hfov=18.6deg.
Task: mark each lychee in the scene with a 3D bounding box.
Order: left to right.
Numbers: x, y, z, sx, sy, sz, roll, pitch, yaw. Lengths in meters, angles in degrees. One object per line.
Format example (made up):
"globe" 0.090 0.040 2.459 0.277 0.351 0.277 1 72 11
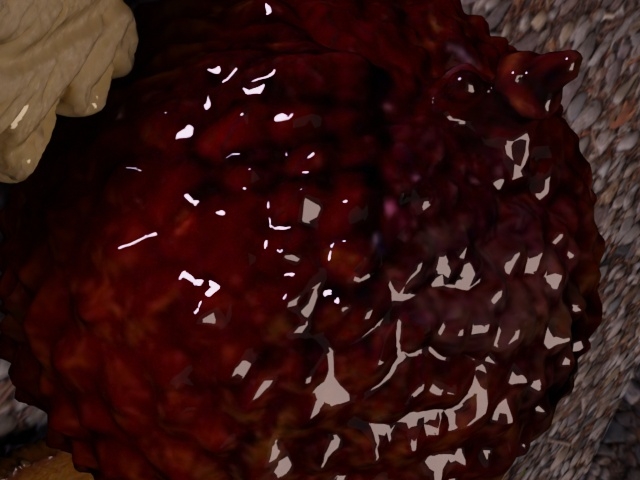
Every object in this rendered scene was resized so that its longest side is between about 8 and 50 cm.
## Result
"lychee" 0.000 0.000 1.342 0.500 0.424 0.424 -37 165 33

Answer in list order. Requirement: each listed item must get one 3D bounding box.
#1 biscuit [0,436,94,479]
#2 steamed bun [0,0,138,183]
"biscuit" -0.282 0.279 1.636 0.305 0.038 0.305 -39 153 -25
"steamed bun" -0.173 -0.193 1.090 0.292 0.137 0.295 -64 168 -11
